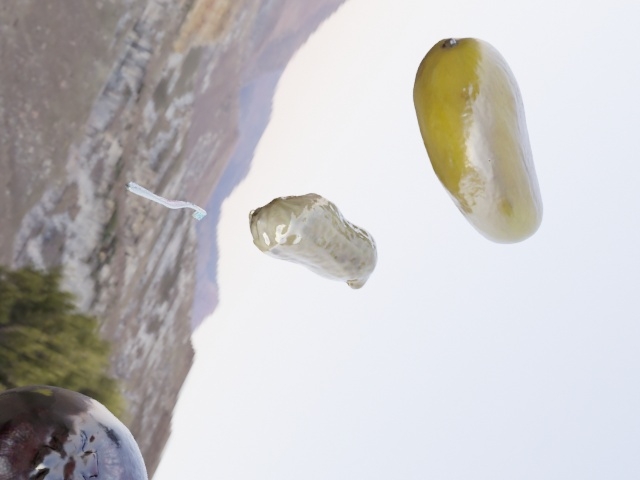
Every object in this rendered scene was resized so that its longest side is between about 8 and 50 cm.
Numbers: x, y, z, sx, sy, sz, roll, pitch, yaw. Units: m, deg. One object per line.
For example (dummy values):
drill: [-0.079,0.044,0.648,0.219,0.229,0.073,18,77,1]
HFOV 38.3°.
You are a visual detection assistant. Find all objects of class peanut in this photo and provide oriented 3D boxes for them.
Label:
peanut: [0.000,0.000,1.150,0.099,0.214,0.100,-24,-129,33]

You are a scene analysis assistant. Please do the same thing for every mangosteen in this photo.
mangosteen: [-0.296,0.270,0.932,0.265,0.228,0.228,-46,-162,44]

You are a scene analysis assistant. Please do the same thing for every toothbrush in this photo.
toothbrush: [-0.232,-0.061,1.407,0.022,0.017,0.204,-55,153,5]

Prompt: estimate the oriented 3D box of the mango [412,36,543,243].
mango: [0.227,-0.129,1.289,0.142,0.332,0.195,-12,-157,29]
